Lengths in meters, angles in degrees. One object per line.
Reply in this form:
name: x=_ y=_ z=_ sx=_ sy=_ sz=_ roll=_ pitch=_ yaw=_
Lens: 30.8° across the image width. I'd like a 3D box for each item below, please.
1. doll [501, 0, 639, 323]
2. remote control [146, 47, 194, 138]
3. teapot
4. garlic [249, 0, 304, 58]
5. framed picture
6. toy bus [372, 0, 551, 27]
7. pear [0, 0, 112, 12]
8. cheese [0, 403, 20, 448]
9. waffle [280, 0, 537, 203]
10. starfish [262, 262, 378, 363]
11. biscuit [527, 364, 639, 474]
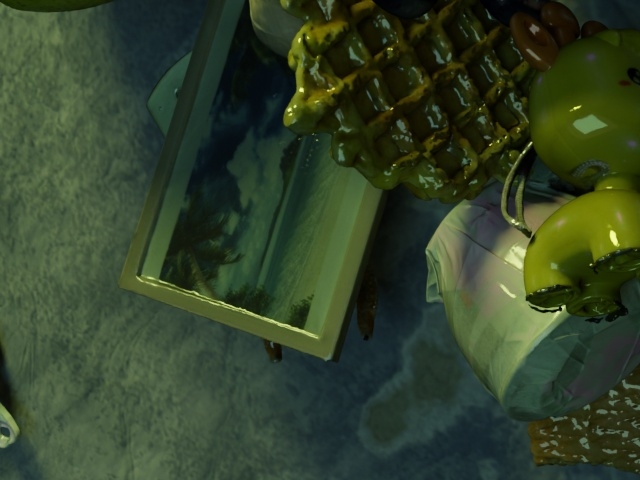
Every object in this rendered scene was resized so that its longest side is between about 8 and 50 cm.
doll: x=0.193 y=-0.064 z=0.807 sx=0.135 sy=0.143 sz=0.221 roll=-31 pitch=56 yaw=48
remote control: x=-0.082 y=-0.071 z=1.091 sx=0.098 sy=0.038 sz=0.233 roll=-42 pitch=68 yaw=28
teapot: x=0.180 y=0.015 z=0.919 sx=0.178 sy=0.163 sz=0.222 roll=52 pitch=132 yaw=33
garlic: x=-0.011 y=-0.208 z=0.921 sx=0.090 sy=0.198 sz=0.129 roll=5 pitch=94 yaw=29
framed picture: x=-0.041 y=-0.075 z=1.030 sx=0.232 sy=0.024 sz=0.315 roll=16 pitch=89 yaw=26
toy bus: x=0.112 y=-0.288 z=0.798 sx=0.194 sy=0.287 sz=0.232 roll=-44 pitch=66 yaw=39
pear: x=-0.227 y=-0.333 z=0.981 sx=0.294 sy=0.294 sz=0.294 roll=11 pitch=113 yaw=28
cheese: x=-0.436 y=0.152 z=1.416 sx=0.137 sy=0.064 sz=0.227 roll=-33 pitch=90 yaw=37
waffle: x=0.071 y=-0.151 z=0.875 sx=0.058 sy=0.243 sz=0.238 roll=-11 pitch=66 yaw=57
starfish: x=0.002 y=0.000 z=1.090 sx=0.138 sy=0.050 sz=0.247 roll=9 pitch=104 yaw=32
biscuit: x=0.280 y=0.139 z=0.987 sx=0.224 sy=0.033 sz=0.145 roll=-6 pitch=100 yaw=33
